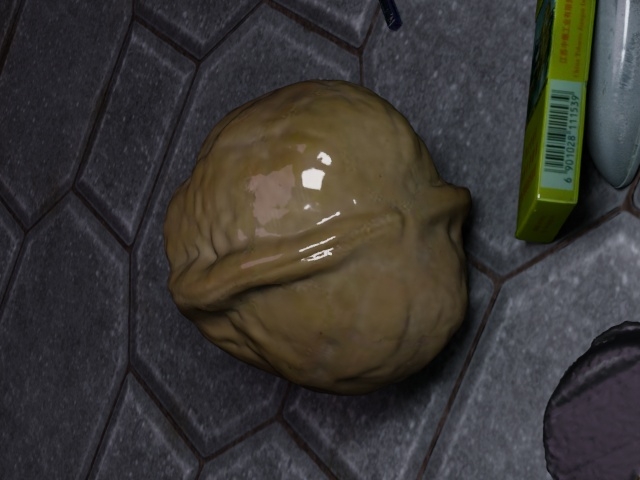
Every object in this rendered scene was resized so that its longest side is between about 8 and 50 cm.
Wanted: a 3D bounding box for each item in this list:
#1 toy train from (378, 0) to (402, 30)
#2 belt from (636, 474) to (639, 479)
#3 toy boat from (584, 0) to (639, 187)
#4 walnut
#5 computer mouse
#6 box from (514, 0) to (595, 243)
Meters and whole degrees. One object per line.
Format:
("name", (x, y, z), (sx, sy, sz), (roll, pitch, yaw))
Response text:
("toy train", (0.088, -0.307, 2.101), (0.017, 0.017, 0.083), (-49, 40, 34))
("belt", (0.301, 0.217, 1.378), (0.059, 0.036, 0.083), (38, 106, 25))
("toy boat", (0.315, -0.182, 1.624), (0.078, 0.085, 0.261), (17, 103, 61))
("walnut", (0.000, 0.000, 1.820), (0.381, 0.381, 0.381), (-31, 52, 50))
("computer mouse", (0.306, 0.218, 1.449), (0.168, 0.087, 0.295), (-32, 65, 32))
("box", (0.247, -0.179, 1.670), (0.187, 0.047, 0.335), (87, -169, -78))
